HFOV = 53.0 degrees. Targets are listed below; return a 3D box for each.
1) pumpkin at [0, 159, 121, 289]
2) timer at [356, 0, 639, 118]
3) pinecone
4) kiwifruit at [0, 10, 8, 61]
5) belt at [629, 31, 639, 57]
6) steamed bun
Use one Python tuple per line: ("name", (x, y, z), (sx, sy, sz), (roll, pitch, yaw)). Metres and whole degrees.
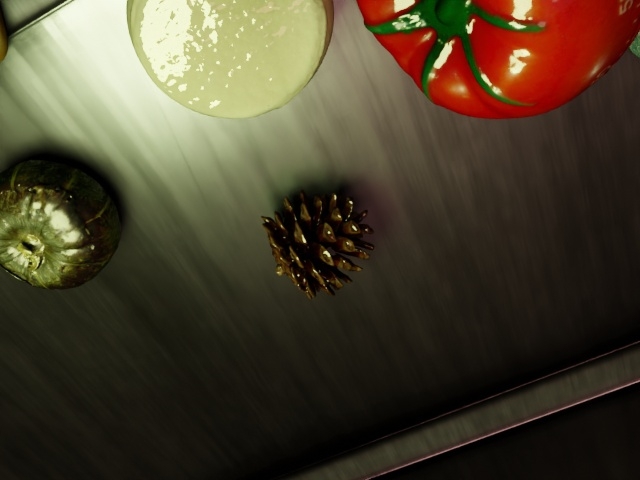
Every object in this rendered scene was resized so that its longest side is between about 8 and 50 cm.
("pumpkin", (-0.463, -0.021, 1.100), (0.237, 0.159, 0.238), (-1, 129, -1))
("timer", (0.223, -0.343, 0.805), (0.279, 0.378, 0.378), (-41, 126, -21))
("pinecone", (0.000, 0.000, 1.134), (0.207, 0.208, 0.208), (-2, 125, -3))
("kiwifruit", (-0.505, -0.316, 0.944), (0.075, 0.075, 0.125), (0, 129, -5))
("belt", (0.561, -0.352, 0.996), (0.163, 0.082, 0.148), (-27, 113, 18))
("steamed bun", (-0.125, -0.323, 0.903), (0.282, 0.177, 0.283), (-3, 130, -4))
